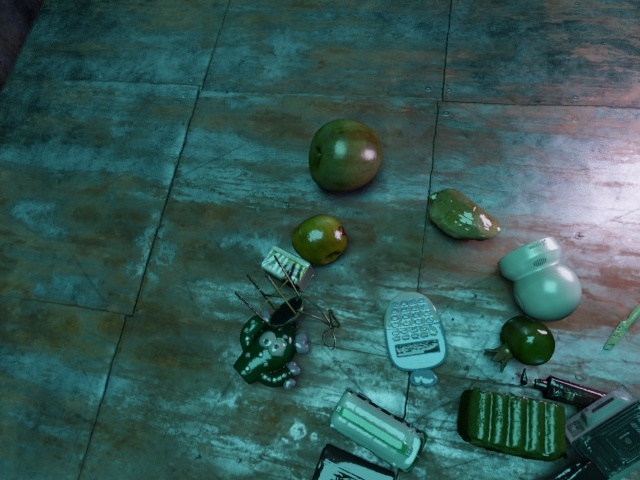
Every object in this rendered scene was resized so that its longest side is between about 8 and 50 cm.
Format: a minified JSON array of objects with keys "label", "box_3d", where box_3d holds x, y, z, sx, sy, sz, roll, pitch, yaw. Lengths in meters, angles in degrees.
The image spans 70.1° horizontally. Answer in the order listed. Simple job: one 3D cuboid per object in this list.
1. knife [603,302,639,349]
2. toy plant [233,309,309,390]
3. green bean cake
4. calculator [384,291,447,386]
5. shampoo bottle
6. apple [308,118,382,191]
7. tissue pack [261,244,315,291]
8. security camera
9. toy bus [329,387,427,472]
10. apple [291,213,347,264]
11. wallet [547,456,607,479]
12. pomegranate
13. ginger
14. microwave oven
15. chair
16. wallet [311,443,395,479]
[{"label":"knife","box_3d":[0.927,0.254,1.385,0.030,0.014,0.207,40,81,18]},{"label":"toy plant","box_3d":[-0.160,0.353,1.471,0.233,0.112,0.243,17,63,10]},{"label":"green bean cake","box_3d":[0.506,0.495,1.237,0.247,0.250,0.156,7,70,11]},{"label":"calculator","box_3d":[0.301,0.310,1.453,0.189,0.042,0.302,-9,68,5]},{"label":"shampoo bottle","box_3d":[0.708,0.437,1.324,0.237,0.067,0.068,13,73,14]},{"label":"apple","box_3d":[0.087,-0.298,1.616,0.234,0.257,0.256,-4,66,-25]},{"label":"tissue pack","box_3d":[-0.110,0.099,1.565,0.149,0.106,0.099,27,76,18]},{"label":"security camera","box_3d":[0.675,0.128,1.383,0.195,0.194,0.236,-24,70,0]},{"label":"toy bus","box_3d":[0.163,0.549,1.320,0.276,0.164,0.133,25,77,18]},{"label":"apple","box_3d":[0.000,0.000,1.549,0.183,0.182,0.155,-34,76,-4]},{"label":"wallet","box_3d":[0.715,0.776,1.140,0.228,0.062,0.406,-38,83,0]},{"label":"pomegranate","box_3d":[0.588,0.314,1.352,0.191,0.152,0.131,-36,107,-1]},{"label":"ginger","box_3d":[0.465,-0.078,1.523,0.267,0.152,0.138,35,108,15]},{"label":"microwave oven","box_3d":[0.782,0.513,1.210,0.208,0.122,0.162,-41,83,12]},{"label":"chair","box_3d":[-0.099,0.222,1.443,0.170,0.159,0.325,-32,108,19]},{"label":"wallet","box_3d":[0.088,0.725,1.331,0.229,0.049,0.181,17,70,13]}]
